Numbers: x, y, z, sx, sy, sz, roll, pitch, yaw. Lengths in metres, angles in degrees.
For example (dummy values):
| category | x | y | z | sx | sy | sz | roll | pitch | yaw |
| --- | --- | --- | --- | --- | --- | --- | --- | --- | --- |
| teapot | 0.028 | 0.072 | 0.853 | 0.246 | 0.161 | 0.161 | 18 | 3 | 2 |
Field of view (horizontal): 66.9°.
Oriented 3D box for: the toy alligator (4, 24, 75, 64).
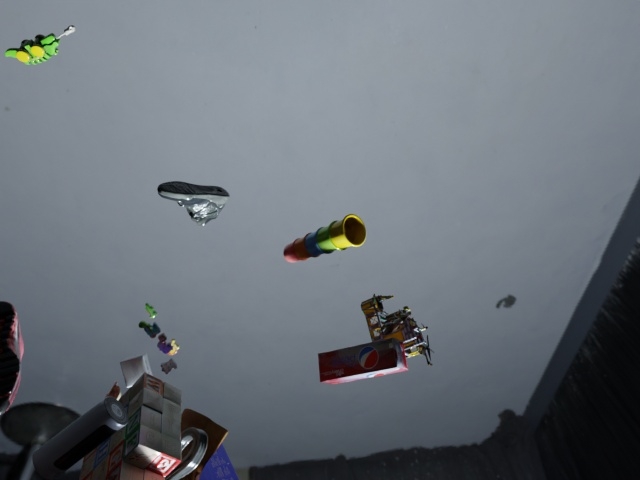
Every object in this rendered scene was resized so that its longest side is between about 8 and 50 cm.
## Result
| category | x | y | z | sx | sy | sz | roll | pitch | yaw |
| --- | --- | --- | --- | --- | --- | --- | --- | --- | --- |
| toy alligator | -0.662 | -0.461 | 1.166 | 0.189 | 0.056 | 0.051 | -16 | 142 | 6 |

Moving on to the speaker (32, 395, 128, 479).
| category | x | y | z | sx | sy | sz | roll | pitch | yaw |
| --- | --- | --- | --- | --- | --- | --- | --- | --- | --- |
| speaker | -0.372 | 0.306 | 0.752 | 0.136 | 0.055 | 0.055 | -37 | 124 | -4 |

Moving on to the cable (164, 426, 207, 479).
| category | x | y | z | sx | sy | sz | roll | pitch | yaw |
| --- | --- | --- | --- | --- | --- | --- | --- | --- | --- |
| cable | -0.303 | 0.478 | 0.896 | 0.072 | 0.139 | 0.287 | 45 | 67 | -36 |

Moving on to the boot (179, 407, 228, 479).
| category | x | y | z | sx | sy | sz | roll | pitch | yaw |
| --- | --- | --- | --- | --- | --- | --- | --- | --- | --- |
| boot | -0.332 | 0.642 | 1.323 | 0.264 | 0.280 | 0.096 | 34 | 129 | -4 |

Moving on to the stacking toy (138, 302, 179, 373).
| category | x | y | z | sx | sy | sz | roll | pitch | yaw |
| --- | --- | --- | --- | --- | --- | --- | --- | --- | --- |
| stacking toy | -0.570 | 0.343 | 1.701 | 0.052 | 0.167 | 0.221 | -28 | 109 | -6 |

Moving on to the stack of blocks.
| category | x | y | z | sx | sy | sz | roll | pitch | yaw |
| --- | --- | --- | --- | --- | --- | --- | --- | --- | --- |
| stack of blocks | -0.324 | 0.394 | 0.821 | 0.171 | 0.297 | 0.087 | -45 | 119 | 10 |

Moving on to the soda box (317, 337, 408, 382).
| category | x | y | z | sx | sy | sz | roll | pitch | yaw |
| --- | --- | --- | --- | --- | --- | --- | --- | --- | --- |
| soda box | 0.124 | 0.368 | 1.465 | 0.263 | 0.092 | 0.083 | -19 | 152 | 28 |

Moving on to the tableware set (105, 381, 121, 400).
| category | x | y | z | sx | sy | sz | roll | pitch | yaw |
| --- | --- | --- | --- | --- | --- | --- | --- | --- | --- |
| tableware set | -0.597 | 0.493 | 1.365 | 0.141 | 0.168 | 0.020 | -53 | 129 | -5 |

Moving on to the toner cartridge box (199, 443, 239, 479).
| category | x | y | z | sx | sy | sz | roll | pitch | yaw |
| --- | --- | --- | --- | --- | --- | --- | --- | --- | --- |
| toner cartridge box | -0.361 | 0.779 | 1.569 | 0.165 | 0.347 | 0.075 | -13 | 102 | -22 |

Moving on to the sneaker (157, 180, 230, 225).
| category | x | y | z | sx | sy | sz | roll | pitch | yaw |
| --- | --- | --- | --- | --- | --- | --- | --- | --- | --- |
| sneaker | -0.393 | -0.106 | 1.465 | 0.227 | 0.087 | 0.130 | 3 | 122 | -49 |

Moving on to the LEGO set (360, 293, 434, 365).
| category | x | y | z | sx | sy | sz | roll | pitch | yaw |
| --- | --- | --- | --- | --- | --- | --- | --- | --- | --- |
| LEGO set | 0.315 | 0.320 | 1.830 | 0.192 | 0.255 | 0.331 | -26 | 139 | 22 |

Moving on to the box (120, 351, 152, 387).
| category | x | y | z | sx | sy | sz | roll | pitch | yaw |
| --- | --- | --- | --- | --- | --- | --- | --- | --- | --- |
| box | -0.704 | 0.494 | 1.857 | 0.087 | 0.102 | 0.101 | -16 | 89 | -13 |

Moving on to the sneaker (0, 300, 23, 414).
| category | x | y | z | sx | sy | sz | roll | pitch | yaw |
| --- | --- | --- | --- | --- | --- | --- | --- | --- | --- |
| sneaker | -0.823 | 0.317 | 1.270 | 0.115 | 0.314 | 0.136 | -10 | 145 | -14 |

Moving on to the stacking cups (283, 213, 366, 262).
| category | x | y | z | sx | sy | sz | roll | pitch | yaw |
| --- | --- | --- | --- | --- | --- | --- | --- | --- | --- |
| stacking cups | 0.000 | 0.000 | 1.478 | 0.096 | 0.096 | 0.316 | 35 | 150 | -27 |
